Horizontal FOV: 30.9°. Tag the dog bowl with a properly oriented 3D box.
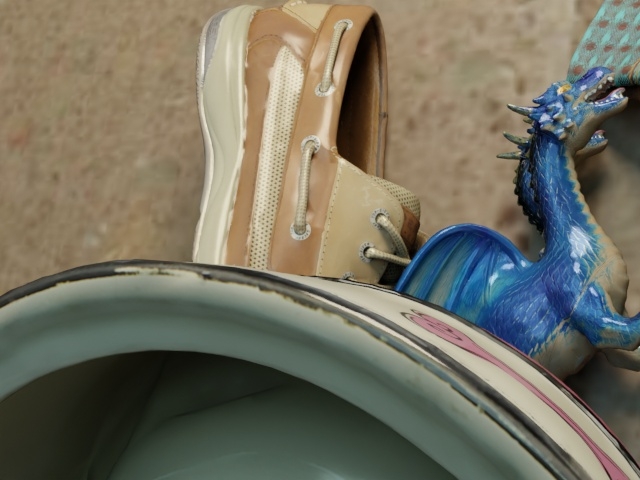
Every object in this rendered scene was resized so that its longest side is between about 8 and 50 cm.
[{"bbox_3d":[-0.013,0.200,0.496,0.407,0.150,0.408,5,100,28],"label":"dog bowl"}]

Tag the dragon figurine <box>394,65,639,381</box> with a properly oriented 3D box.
[{"bbox_3d":[0.091,0.047,0.618,0.144,0.085,0.289,41,92,28],"label":"dragon figurine"}]

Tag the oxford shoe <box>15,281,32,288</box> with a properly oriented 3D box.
[{"bbox_3d":[-0.099,0.130,0.659,0.097,0.098,0.271,-45,63,2],"label":"oxford shoe"}]

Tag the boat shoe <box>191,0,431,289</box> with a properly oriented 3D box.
[{"bbox_3d":[0.000,0.000,0.654,0.116,0.123,0.325,-11,71,16],"label":"boat shoe"}]

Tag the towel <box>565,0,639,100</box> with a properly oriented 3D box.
[{"bbox_3d":[0.276,-0.238,0.575,0.370,0.040,0.271,-63,21,-6],"label":"towel"}]
